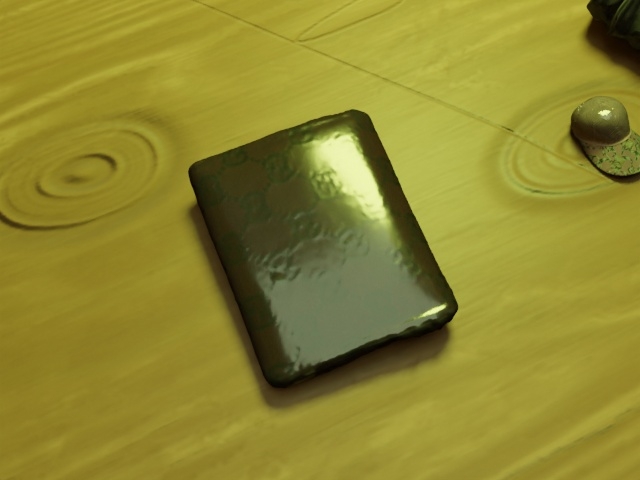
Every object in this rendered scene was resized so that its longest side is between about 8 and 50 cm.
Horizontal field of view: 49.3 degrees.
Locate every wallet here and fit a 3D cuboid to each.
[{"bbox_3d":[0.000,0.000,0.618,0.182,0.049,0.229,-20,66,-8],"label":"wallet"}]

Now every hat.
[{"bbox_3d":[0.279,-0.104,0.661,0.058,0.042,0.087,-32,67,-13],"label":"hat"}]

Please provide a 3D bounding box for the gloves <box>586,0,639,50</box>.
[{"bbox_3d":[0.397,-0.199,0.662,0.285,0.119,0.142,43,100,35],"label":"gloves"}]
